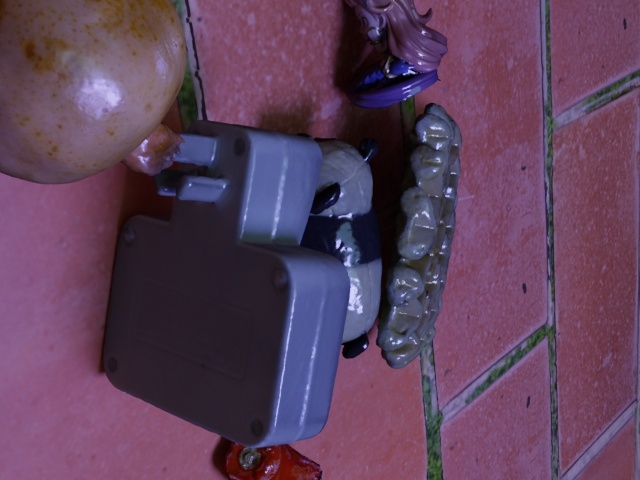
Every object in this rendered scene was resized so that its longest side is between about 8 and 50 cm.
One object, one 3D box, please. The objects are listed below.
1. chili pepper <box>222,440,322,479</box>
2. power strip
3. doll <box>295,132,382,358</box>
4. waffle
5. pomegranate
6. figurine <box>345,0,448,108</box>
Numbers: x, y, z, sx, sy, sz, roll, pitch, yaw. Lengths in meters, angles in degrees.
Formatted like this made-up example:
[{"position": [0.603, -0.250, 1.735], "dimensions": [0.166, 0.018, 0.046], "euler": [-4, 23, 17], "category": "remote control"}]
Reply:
[{"position": [-0.056, 0.252, 1.117], "dimensions": [0.123, 0.073, 0.070], "euler": [46, 23, -48], "category": "chili pepper"}, {"position": [-0.094, 0.028, 0.878], "dimensions": [0.141, 0.229, 0.261], "euler": [3, 98, -49], "category": "power strip"}, {"position": [0.001, 0.001, 1.062], "dimensions": [0.143, 0.135, 0.234], "euler": [-15, 108, -48], "category": "doll"}, {"position": [0.121, -0.003, 1.178], "dimensions": [0.292, 0.056, 0.309], "euler": [16, 83, -77], "category": "waffle"}, {"position": [-0.201, -0.136, 0.731], "dimensions": [0.207, 0.207, 0.207], "euler": [-17, 113, -46], "category": "pomegranate"}, {"position": [0.083, -0.225, 1.107], "dimensions": [0.126, 0.114, 0.157], "euler": [-59, 147, -77], "category": "figurine"}]
